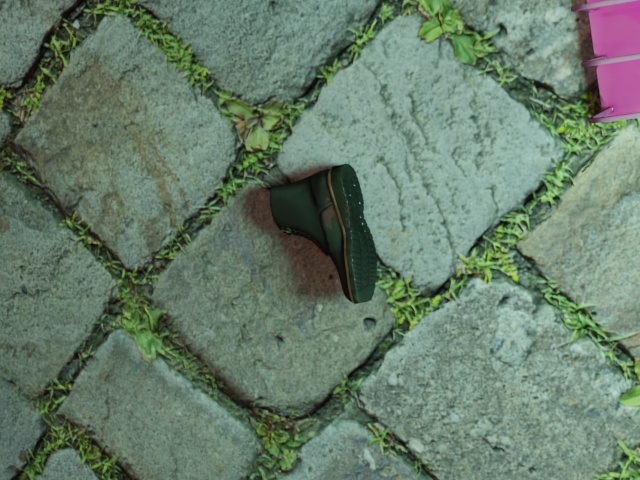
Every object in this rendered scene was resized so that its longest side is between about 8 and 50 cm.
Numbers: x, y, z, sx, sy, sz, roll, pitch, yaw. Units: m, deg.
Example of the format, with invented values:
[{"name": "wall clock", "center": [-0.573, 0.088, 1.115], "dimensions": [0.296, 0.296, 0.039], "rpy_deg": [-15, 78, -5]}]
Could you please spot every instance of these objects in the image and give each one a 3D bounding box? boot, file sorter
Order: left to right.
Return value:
[{"name": "boot", "center": [0.000, 0.000, 1.755], "dimensions": [0.137, 0.077, 0.197], "rpy_deg": [-11, 83, 28]}, {"name": "file sorter", "center": [0.408, -0.295, 1.462], "dimensions": [0.202, 0.182, 0.290], "rpy_deg": [-7, 98, 23]}]
